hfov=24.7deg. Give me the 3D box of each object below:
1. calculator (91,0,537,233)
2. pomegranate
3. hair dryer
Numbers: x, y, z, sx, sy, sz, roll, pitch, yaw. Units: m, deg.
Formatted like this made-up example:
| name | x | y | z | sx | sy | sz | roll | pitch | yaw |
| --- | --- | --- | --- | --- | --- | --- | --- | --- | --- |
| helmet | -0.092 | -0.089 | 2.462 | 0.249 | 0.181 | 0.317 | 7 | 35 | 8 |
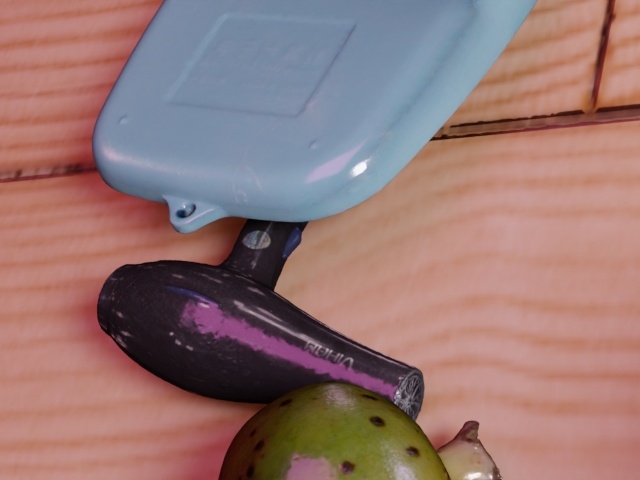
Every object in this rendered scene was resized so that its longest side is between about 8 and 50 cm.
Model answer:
| name | x | y | z | sx | sy | sz | roll | pitch | yaw |
| --- | --- | --- | --- | --- | --- | --- | --- | --- | --- |
| calculator | 0.013 | -0.154 | 0.895 | 0.256 | 0.054 | 0.386 | 10 | 58 | 37 |
| pomegranate | 0.013 | 0.128 | 0.673 | 0.130 | 0.130 | 0.130 | -17 | 49 | 21 |
| hair dryer | 0.000 | 0.000 | 0.819 | 0.195 | 0.075 | 0.219 | 15 | 59 | 29 |
